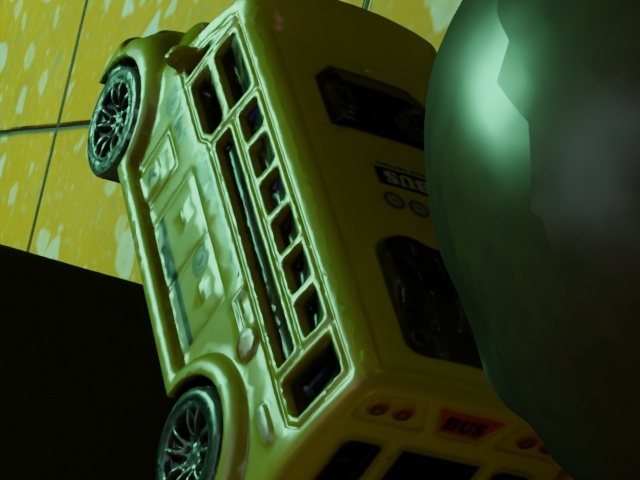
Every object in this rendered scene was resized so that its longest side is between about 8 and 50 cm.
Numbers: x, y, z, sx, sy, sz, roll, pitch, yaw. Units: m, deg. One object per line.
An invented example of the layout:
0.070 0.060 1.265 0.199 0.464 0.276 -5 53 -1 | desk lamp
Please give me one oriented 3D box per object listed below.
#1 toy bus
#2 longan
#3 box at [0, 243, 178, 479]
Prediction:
0.000 0.000 0.870 0.151 0.145 0.331 -56 34 32 | toy bus
0.128 -0.021 0.572 0.196 0.197 0.220 -56 24 34 | longan
-0.218 0.128 1.162 0.345 0.204 0.251 0 77 64 | box
